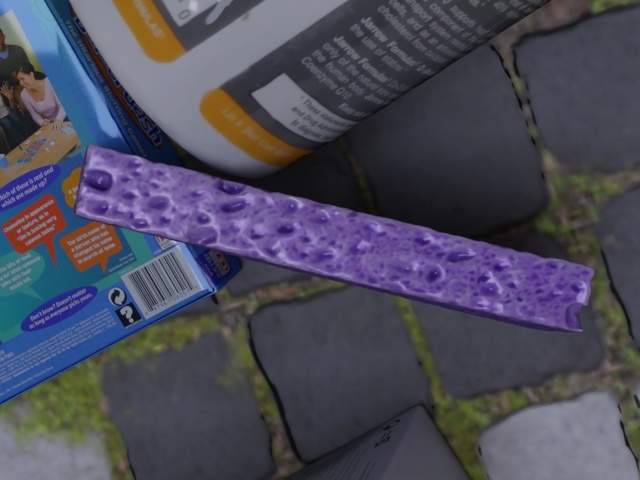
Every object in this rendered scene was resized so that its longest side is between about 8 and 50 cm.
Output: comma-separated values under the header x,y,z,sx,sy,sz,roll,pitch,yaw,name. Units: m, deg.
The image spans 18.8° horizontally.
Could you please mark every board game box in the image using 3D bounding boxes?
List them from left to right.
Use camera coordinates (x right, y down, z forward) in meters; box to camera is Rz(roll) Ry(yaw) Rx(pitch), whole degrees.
x,y,z,sx,sy,sz,roll,pitch,yaw,name
-0.158,-0.037,0.907,0.160,0.047,0.210,-27,96,18,board game box

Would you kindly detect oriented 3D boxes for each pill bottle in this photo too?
x,y,z,sx,sy,sz,roll,pitch,yaw,name
0.040,-0.157,0.772,0.278,0.162,0.162,-32,94,18,pill bottle

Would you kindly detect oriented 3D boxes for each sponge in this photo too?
x,y,z,sx,sy,sz,roll,pitch,yaw,name
0.000,0.000,0.816,0.210,0.117,0.031,14,89,-7,sponge

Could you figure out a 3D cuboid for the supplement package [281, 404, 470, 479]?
x,y,z,sx,sy,sz,roll,pitch,yaw,name
-0.027,0.243,0.864,0.262,0.199,0.198,-31,95,18,supplement package
